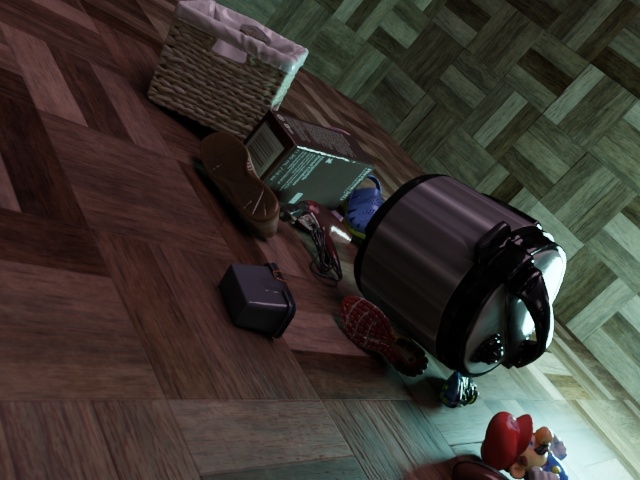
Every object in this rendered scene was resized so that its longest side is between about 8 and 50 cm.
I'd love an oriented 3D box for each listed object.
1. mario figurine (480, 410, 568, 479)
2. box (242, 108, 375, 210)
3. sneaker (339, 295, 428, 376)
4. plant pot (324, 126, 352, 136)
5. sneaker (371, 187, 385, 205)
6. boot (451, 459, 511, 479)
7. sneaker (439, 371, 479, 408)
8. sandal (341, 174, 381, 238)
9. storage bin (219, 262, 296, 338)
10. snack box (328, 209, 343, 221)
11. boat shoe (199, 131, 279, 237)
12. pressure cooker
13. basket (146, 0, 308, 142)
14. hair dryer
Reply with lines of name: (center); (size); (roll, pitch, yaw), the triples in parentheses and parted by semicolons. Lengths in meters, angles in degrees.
mario figurine: (0.472, 0.460, 1.331); (0.320, 0.170, 0.198); (45, -17, -14)
box: (-0.041, -0.202, 1.736); (0.381, 0.191, 0.143); (2, 47, -55)
sneaker: (0.128, 0.205, 1.398); (0.225, 0.088, 0.093); (43, 2, -3)
plant pot: (0.022, -0.249, 2.037); (0.201, 0.201, 0.180); (40, 3, -4)
sneaker: (0.197, -0.076, 2.123); (0.081, 0.090, 0.232); (15, 31, -53)
boot: (0.259, 0.498, 1.022); (0.280, 0.096, 0.264); (-4, 56, -55)
sneaker: (0.322, 0.339, 1.477); (0.078, 0.067, 0.188); (40, 14, 15)
sandal: (0.138, -0.103, 1.971); (0.126, 0.138, 0.317); (17, 25, -19)
storage bin: (-0.113, 0.094, 1.139); (0.091, 0.098, 0.135); (12, 33, -37)
snack box: (0.024, -0.057, 1.846); (0.064, 0.022, 0.178); (40, 19, -2)
boat shoe: (-0.186, -0.129, 1.493); (0.302, 0.109, 0.098); (52, -18, 30)
pressure cooker: (0.328, 0.094, 1.439); (0.369, 0.376, 0.420); (6, 26, -47)
basket: (-0.239, -0.451, 1.734); (0.328, 0.267, 0.331); (26, 20, -5)
hair dryer: (0.000, 0.000, 1.637); (0.224, 0.080, 0.293); (59, 26, 4)
